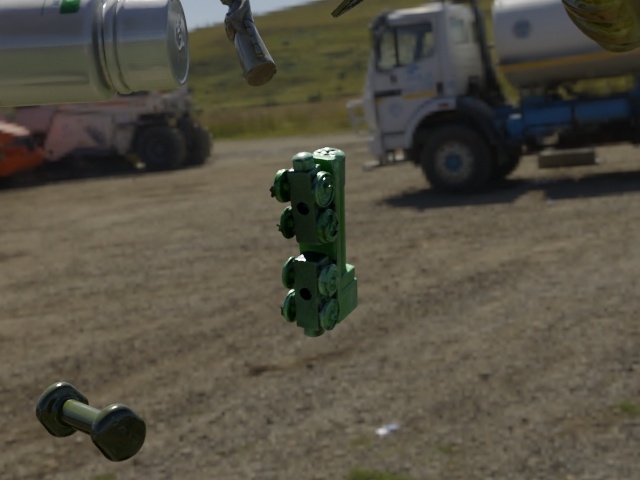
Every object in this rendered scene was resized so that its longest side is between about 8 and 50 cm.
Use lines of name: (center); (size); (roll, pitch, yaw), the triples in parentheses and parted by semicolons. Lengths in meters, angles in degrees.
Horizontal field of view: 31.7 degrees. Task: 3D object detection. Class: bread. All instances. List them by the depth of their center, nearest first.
bread: (0.238, -0.198, 0.904); (0.083, 0.094, 0.157); (-10, 12, 32)

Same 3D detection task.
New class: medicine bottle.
medicine bottle: (-0.286, -0.235, 1.359); (0.237, 0.139, 0.139); (-4, 6, 6)

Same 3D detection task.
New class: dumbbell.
dumbbell: (-0.203, 0.159, 0.992); (0.118, 0.052, 0.046); (8, 51, 48)

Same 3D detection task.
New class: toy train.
toy train: (0.000, 0.000, 1.445); (0.085, 0.251, 0.119); (10, 25, 26)

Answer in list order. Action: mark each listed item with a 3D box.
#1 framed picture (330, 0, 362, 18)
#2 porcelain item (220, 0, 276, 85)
framed picture: (0.102, -0.341, 1.310); (0.201, 0.010, 0.136); (-40, 4, 31)
porcelain item: (-0.136, -0.373, 1.935); (0.054, 0.213, 0.084); (-15, -19, -19)
